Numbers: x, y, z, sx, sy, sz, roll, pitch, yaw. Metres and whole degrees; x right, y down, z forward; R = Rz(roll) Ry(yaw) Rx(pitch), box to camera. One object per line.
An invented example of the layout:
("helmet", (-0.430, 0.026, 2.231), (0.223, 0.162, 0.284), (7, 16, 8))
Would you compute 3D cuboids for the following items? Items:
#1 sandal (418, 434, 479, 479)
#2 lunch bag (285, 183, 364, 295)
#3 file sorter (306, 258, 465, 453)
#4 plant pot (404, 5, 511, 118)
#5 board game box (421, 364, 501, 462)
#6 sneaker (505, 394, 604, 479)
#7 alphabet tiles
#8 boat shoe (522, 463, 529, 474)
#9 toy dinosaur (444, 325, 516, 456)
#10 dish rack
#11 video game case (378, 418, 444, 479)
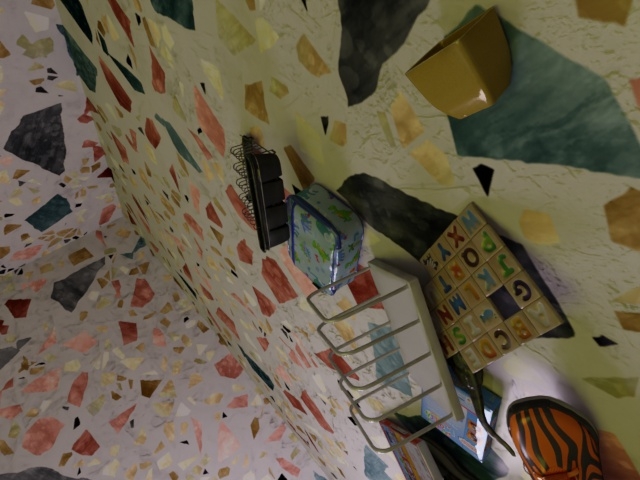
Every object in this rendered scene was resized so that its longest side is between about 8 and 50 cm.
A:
("sandal", (0.342, 0.622, 1.040), (0.303, 0.086, 0.120), (37, 146, 30))
("lunch bag", (0.000, 0.000, 0.901), (0.176, 0.090, 0.218), (43, 148, 30))
("file sorter", (0.107, 0.205, 0.782), (0.193, 0.173, 0.277), (-155, 43, -74))
("plant pot", (0.164, -0.188, 0.471), (0.083, 0.081, 0.081), (50, 153, -16))
("board game box", (0.289, 0.358, 0.891), (0.160, 0.039, 0.211), (29, 141, 39))
("sneaker", (0.380, 0.393, 0.621), (0.125, 0.180, 0.321), (-25, 108, 28))
("alphabet tiles", (0.225, 0.089, 0.652), (0.198, 0.009, 0.237), (62, 149, 25))
("boat shoe", (0.407, 0.418, 0.777), (0.046, 0.038, 0.125), (43, 149, 21))
("toy dinosaur", (0.262, 0.235, 0.748), (0.118, 0.064, 0.268), (127, 123, -88))
("dish rack", (-0.144, -0.119, 0.928), (0.271, 0.074, 0.208), (-136, 36, -55))
("video game case", (0.252, 0.597, 1.112), (0.204, 0.025, 0.285), (64, 164, 6))
